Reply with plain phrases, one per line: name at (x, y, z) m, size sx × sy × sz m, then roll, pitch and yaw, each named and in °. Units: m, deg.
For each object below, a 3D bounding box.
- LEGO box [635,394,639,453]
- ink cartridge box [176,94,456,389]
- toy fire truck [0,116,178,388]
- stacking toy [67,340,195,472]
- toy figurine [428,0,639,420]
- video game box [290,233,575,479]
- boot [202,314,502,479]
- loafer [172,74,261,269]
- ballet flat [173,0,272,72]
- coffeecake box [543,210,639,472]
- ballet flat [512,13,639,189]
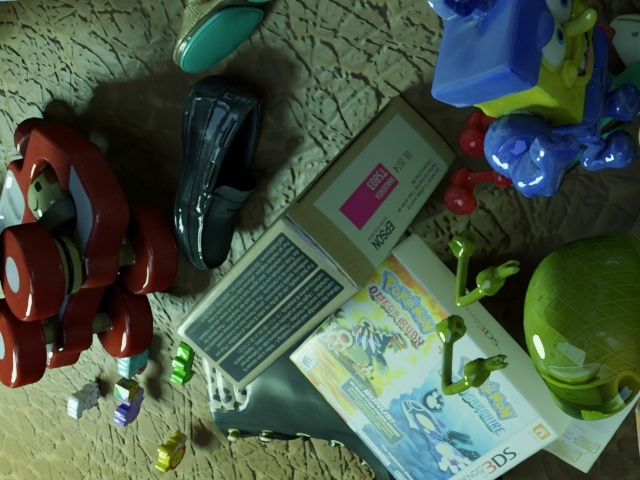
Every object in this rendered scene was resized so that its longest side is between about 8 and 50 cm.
LEGO box at (0.381, 0.216, 0.700) m, size 0.193 × 0.372 × 0.500 m, roll 1°, pitch 119°, yaw 30°
ink cartridge box at (0.000, 0.000, 0.871) m, size 0.088 × 0.235 × 0.193 m, roll 44°, pitch 132°, yaw -3°
toy fire truck at (-0.302, 0.000, 1.094) m, size 0.254 × 0.169 × 0.302 m, roll 56°, pitch 139°, yaw 27°
stacking toy at (-0.241, 0.181, 1.254) m, size 0.167 × 0.052 × 0.221 m, roll 26°, pitch 124°, yaw 18°
toy figurine at (0.114, -0.088, 0.634) m, size 0.191 × 0.363 × 0.217 m, roll -4°, pitch 155°, yaw 43°
video game box at (0.092, 0.126, 0.856) m, size 0.205 × 0.048 × 0.187 m, roll 48°, pitch 130°, yaw 8°
boot at (0.035, 0.208, 1.052) m, size 0.284 × 0.138 × 0.377 m, roll 3°, pitch 122°, yaw 30°
loafer at (-0.102, -0.059, 0.996) m, size 0.078 × 0.076 × 0.223 m, roll 25°, pitch 126°, yaw 24°
ballet flat at (-0.074, -0.235, 0.884) m, size 0.206 × 0.073 × 0.067 m, roll -35°, pitch 72°, yaw 38°
coffeecake box at (0.255, 0.084, 0.837) m, size 0.068 × 0.142 × 0.185 m, roll 28°, pitch 130°, yaw 12°
ballet flat at (0.232, -0.124, 0.760) m, size 0.247 × 0.083 × 0.087 m, roll -34°, pitch 85°, yaw 39°
